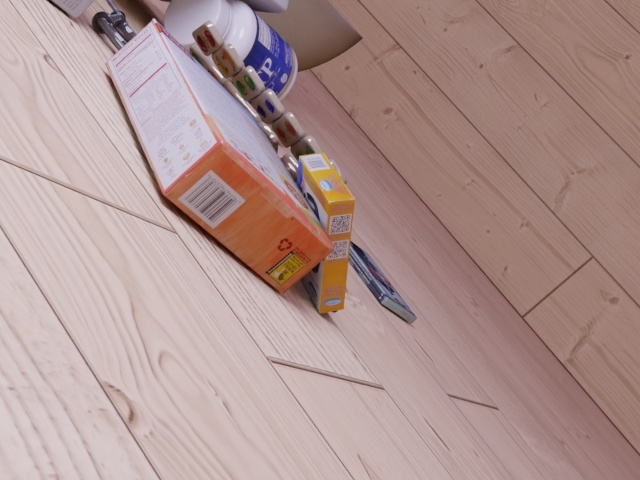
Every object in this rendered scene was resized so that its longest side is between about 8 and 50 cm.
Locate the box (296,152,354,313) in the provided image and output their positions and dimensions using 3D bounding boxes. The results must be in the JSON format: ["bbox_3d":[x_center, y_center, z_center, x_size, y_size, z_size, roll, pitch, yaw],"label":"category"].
[{"bbox_3d":[0.000,0.000,0.987,0.028,0.136,0.081,-6,35,-19],"label":"box"}]

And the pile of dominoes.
[{"bbox_3d":[-0.072,-0.102,1.141,0.251,0.040,0.196,50,-18,14],"label":"pile of dominoes"}]

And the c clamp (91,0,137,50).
[{"bbox_3d":[-0.208,-0.215,1.154,0.137,0.022,0.161,50,6,-18],"label":"c clamp"}]

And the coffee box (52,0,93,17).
[{"bbox_3d":[-0.291,-0.330,0.982,0.246,0.098,0.141,36,15,-53],"label":"coffee box"}]

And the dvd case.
[{"bbox_3d":[0.066,0.046,1.350,0.087,0.013,0.119,36,16,-53],"label":"dvd case"}]

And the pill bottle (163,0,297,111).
[{"bbox_3d":[-0.118,-0.252,1.431,0.112,0.112,0.186,53,11,31],"label":"pill bottle"}]

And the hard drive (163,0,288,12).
[{"bbox_3d":[-0.186,-0.348,1.357,0.203,0.040,0.307,10,0,20],"label":"hard drive"}]

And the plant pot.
[{"bbox_3d":[-0.085,-0.422,2.062,0.284,0.191,0.284,47,10,-10],"label":"plant pot"}]

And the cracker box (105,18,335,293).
[{"bbox_3d":[-0.091,-0.077,0.950,0.155,0.067,0.232,43,11,-39],"label":"cracker box"}]

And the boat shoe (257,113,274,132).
[{"bbox_3d":[-0.091,-0.208,1.574,0.153,0.048,0.056,48,9,-1],"label":"boat shoe"}]
